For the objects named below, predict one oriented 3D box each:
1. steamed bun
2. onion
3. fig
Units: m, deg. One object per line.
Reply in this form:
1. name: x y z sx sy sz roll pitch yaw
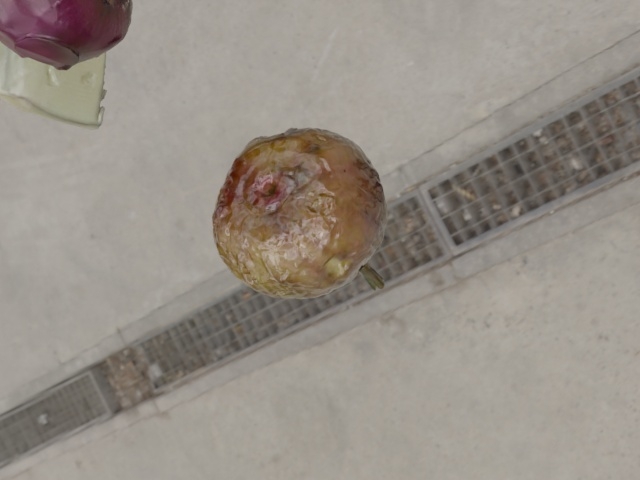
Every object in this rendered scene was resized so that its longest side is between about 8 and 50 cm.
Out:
1. steamed bun: -0.426 -0.308 1.537 0.170 0.200 0.226 20 96 54
2. onion: -0.297 -0.242 1.020 0.198 0.173 0.135 -21 65 32
3. fig: 0.000 0.000 1.596 0.286 0.286 0.369 15 156 37
